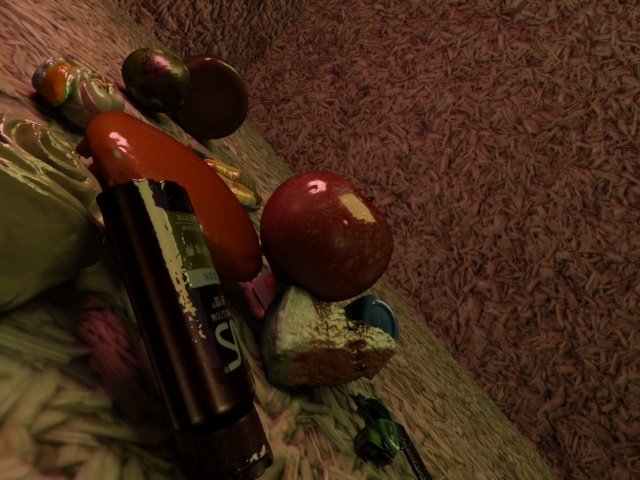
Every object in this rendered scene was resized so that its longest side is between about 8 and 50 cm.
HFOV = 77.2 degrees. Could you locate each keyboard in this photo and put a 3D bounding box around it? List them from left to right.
[{"bbox_3d":[0.213,0.486,0.868,0.067,0.011,0.202,40,12,-39],"label":"keyboard"}]

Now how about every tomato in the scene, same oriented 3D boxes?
[{"bbox_3d":[0.000,0.000,0.790,0.270,0.227,0.270,39,-20,17],"label":"tomato"}]

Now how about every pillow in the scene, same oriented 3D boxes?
[{"bbox_3d":[-0.276,-0.168,1.236,0.214,0.086,0.233,31,18,-21],"label":"pillow"}]

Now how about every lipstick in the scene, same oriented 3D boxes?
[{"bbox_3d":[-0.389,-0.280,1.314,0.030,0.030,0.129,50,10,20],"label":"lipstick"}]

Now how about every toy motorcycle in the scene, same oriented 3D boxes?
[{"bbox_3d":[0.108,0.363,0.790,0.100,0.058,0.173,39,13,-9],"label":"toy motorcycle"}]

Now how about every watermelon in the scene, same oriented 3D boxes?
[{"bbox_3d":[0.020,0.185,0.715,0.242,0.094,0.153,15,46,-15],"label":"watermelon"}]

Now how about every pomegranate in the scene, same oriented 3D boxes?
[{"bbox_3d":[-0.499,-0.508,1.248,0.202,0.202,0.247,41,35,-30],"label":"pomegranate"}]

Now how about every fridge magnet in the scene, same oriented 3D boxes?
[{"bbox_3d":[-0.240,-0.064,0.688,0.363,0.155,0.363,47,5,-6],"label":"fridge magnet"}]

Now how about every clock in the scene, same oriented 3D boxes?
[{"bbox_3d":[-0.473,-0.290,0.802,0.144,0.103,0.231,34,13,-21],"label":"clock"}]

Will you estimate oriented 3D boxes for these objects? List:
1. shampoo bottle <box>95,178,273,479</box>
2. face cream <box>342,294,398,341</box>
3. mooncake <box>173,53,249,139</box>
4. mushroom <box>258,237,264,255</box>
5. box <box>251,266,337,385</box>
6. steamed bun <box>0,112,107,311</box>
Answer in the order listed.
[{"bbox_3d":[-0.140,0.097,0.437,0.129,0.084,0.322,27,41,-80],"label":"shampoo bottle"},{"bbox_3d":[0.088,0.214,0.914,0.264,0.083,0.148,126,-42,-65],"label":"face cream"},{"bbox_3d":[-0.411,-0.528,1.472,0.284,0.284,0.155,40,10,-34],"label":"mooncake"},{"bbox_3d":[-0.093,0.037,1.071,0.302,0.232,0.208,5,-6,8],"label":"mushroom"},{"bbox_3d":[-0.034,0.177,0.857,0.269,0.079,0.135,54,12,33],"label":"box"},{"bbox_3d":[-0.316,-0.058,0.415,0.211,0.144,0.218,45,9,-6],"label":"steamed bun"}]
